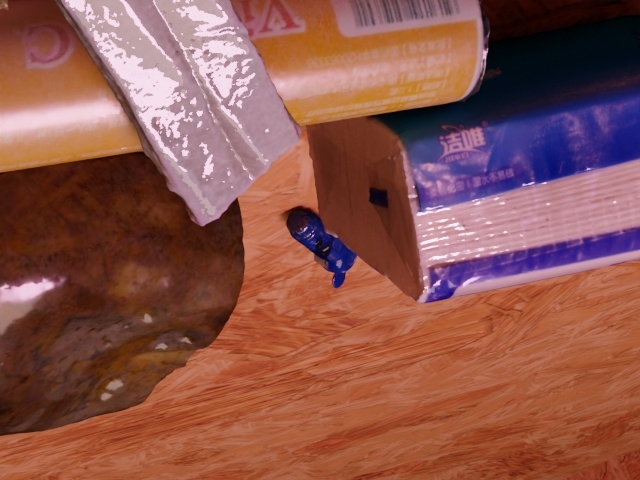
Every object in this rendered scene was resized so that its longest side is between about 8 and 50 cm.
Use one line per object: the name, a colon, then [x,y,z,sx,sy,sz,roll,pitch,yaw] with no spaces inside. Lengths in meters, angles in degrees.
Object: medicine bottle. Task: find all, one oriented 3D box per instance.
medicine bottle: [-0.114,-0.089,0.955,0.426,0.108,0.108,-9,162,-22]

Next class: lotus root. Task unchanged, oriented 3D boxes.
lotus root: [-0.222,0.048,1.236,0.260,0.149,0.267,1,153,-47]

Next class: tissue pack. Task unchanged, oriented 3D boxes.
tissue pack: [0.147,-0.064,1.143,0.270,0.137,0.209,-11,-160,-15]

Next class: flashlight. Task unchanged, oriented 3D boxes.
flashlight: [0.000,0.000,1.473,0.035,0.057,0.121,18,172,27]

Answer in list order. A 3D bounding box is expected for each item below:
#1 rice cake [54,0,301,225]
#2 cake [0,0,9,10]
rice cake: [-0.078,-0.104,0.872,0.085,0.040,0.226,-33,132,-5]
cake: [-0.198,-0.141,0.811,0.051,0.055,0.140,-16,163,21]
